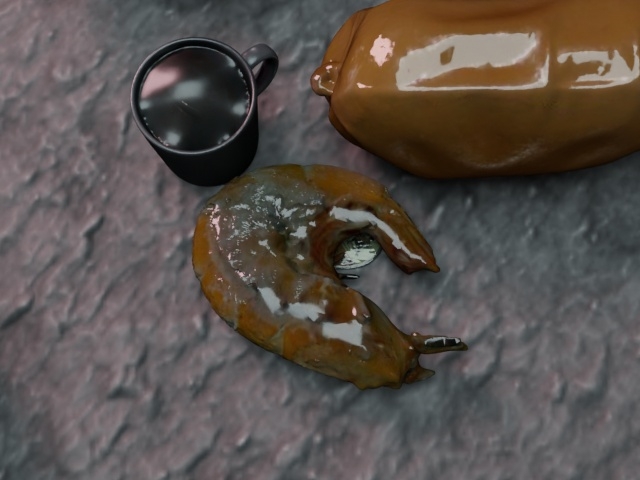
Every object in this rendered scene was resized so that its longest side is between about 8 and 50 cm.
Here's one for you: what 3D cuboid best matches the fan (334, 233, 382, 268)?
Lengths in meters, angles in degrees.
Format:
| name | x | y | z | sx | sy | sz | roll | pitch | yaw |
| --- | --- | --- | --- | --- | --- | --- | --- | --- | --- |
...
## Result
| name | x | y | z | sx | sy | sz | roll | pitch | yaw |
| --- | --- | --- | --- | --- | --- | --- | --- | --- | --- |
| fan | 0.009 | 0.001 | 0.608 | 0.060 | 0.003 | 0.080 | 27 | 78 | 7 |

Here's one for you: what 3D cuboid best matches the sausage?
| name | x | y | z | sx | sy | sz | roll | pitch | yaw |
| --- | --- | --- | --- | --- | --- | --- | --- | --- | --- |
| sausage | 0.115 | -0.099 | 0.571 | 0.241 | 0.136 | 0.120 | -3 | 81 | 5 |

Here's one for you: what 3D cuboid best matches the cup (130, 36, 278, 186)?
| name | x | y | z | sx | sy | sz | roll | pitch | yaw |
| --- | --- | --- | --- | --- | --- | --- | --- | --- | --- |
| cup | -0.067 | -0.086 | 0.595 | 0.100 | 0.077 | 0.078 | -38 | 77 | -8 |

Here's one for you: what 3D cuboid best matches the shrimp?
| name | x | y | z | sx | sy | sz | roll | pitch | yaw |
| --- | --- | --- | --- | --- | --- | --- | --- | --- | --- |
| shrimp | 0.010 | 0.019 | 0.575 | 0.187 | 0.051 | 0.132 | 33 | 83 | 7 |
